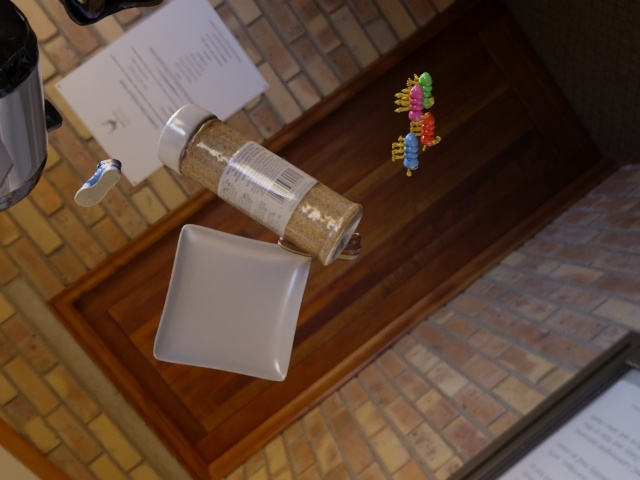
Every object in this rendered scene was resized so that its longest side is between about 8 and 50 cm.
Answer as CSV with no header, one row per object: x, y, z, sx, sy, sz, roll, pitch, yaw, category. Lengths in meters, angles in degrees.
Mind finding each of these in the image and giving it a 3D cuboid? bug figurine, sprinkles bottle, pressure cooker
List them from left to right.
-0.729,-0.238,1.214,0.420,0.370,0.375,111,165,-49,pressure cooker
-0.104,-0.097,1.076,0.355,0.121,0.121,32,172,9,sprinkles bottle
0.245,-0.297,1.572,0.279,0.072,0.216,-52,-39,-56,bug figurine

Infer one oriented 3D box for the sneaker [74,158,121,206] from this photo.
-0.576,-0.154,1.645,0.058,0.152,0.084,41,-159,-29,sneaker

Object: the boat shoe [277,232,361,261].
0.000,0.000,1.313,0.064,0.178,0.060,-116,36,-65,boat shoe

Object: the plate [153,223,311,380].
-0.179,0.129,1.299,0.278,0.277,0.045,13,175,-16,plate

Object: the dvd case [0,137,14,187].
-0.461,-0.091,0.776,0.030,0.179,0.238,17,152,-2,dvd case

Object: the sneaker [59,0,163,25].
-0.305,-0.368,0.740,0.316,0.127,0.182,16,-130,-35,sneaker
